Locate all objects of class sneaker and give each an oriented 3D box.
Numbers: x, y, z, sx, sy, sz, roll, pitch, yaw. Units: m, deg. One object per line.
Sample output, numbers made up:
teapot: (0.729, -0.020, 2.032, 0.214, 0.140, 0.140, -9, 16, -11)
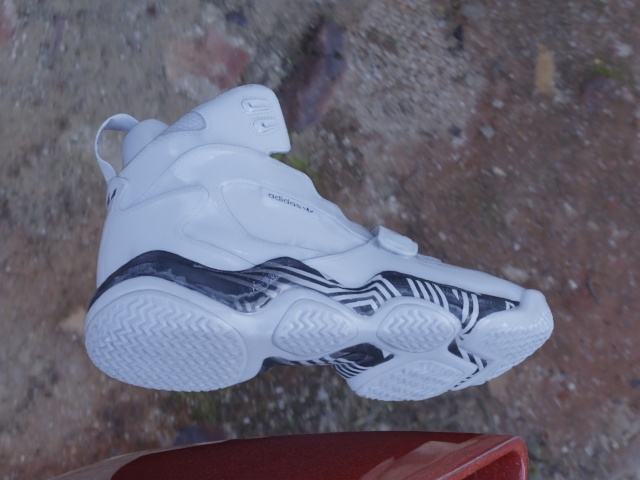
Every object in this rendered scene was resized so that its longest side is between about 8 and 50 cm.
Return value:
sneaker: (0.000, 0.000, 0.999, 0.366, 0.210, 0.137, 3, 148, -23)

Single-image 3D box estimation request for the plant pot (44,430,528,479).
plant pot: (-0.066, 0.231, 0.650, 0.236, 0.267, 0.267, 6, 99, 32)
